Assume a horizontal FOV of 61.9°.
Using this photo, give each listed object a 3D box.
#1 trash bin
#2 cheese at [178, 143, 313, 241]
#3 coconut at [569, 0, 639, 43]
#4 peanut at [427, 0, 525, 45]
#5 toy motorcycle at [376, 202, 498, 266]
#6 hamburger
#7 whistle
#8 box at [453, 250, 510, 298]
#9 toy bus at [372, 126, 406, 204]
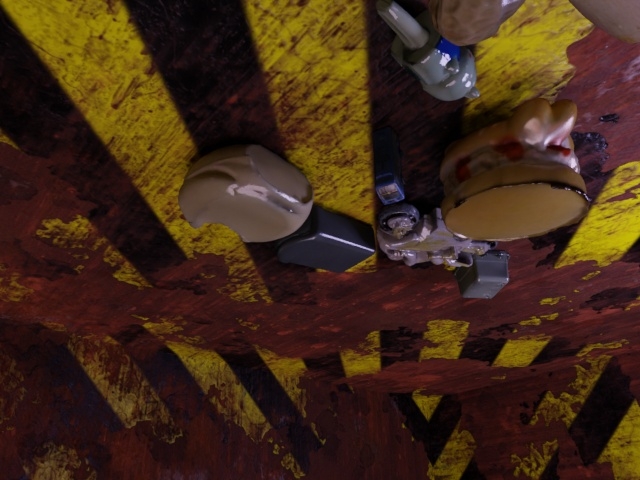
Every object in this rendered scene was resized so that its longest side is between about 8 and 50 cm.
[{"bbox_3d":[0.000,0.000,1.338,0.236,0.101,0.177,16,145,-34],"label":"trash bin"},{"bbox_3d":[-0.153,-0.091,1.133,0.233,0.127,0.266,-23,143,36],"label":"cheese"},{"bbox_3d":[0.371,-0.334,0.579,0.241,0.241,0.241,-1,151,0],"label":"coconut"},{"bbox_3d":[0.176,-0.340,0.585,0.136,0.120,0.298,15,153,18],"label":"peanut"},{"bbox_3d":[0.265,0.000,1.331,0.341,0.107,0.223,13,148,-22],"label":"toy motorcycle"},{"bbox_3d":[0.362,-0.130,1.011,0.261,0.186,0.302,0,161,1],"label":"hamburger"},{"bbox_3d":[0.169,-0.288,0.812,0.244,0.110,0.092,29,108,-42],"label":"whistle"},{"bbox_3d":[0.468,0.105,1.543,0.124,0.092,0.172,2,151,-5],"label":"box"},{"bbox_3d":[0.128,-0.144,1.015,0.051,0.153,0.061,-17,142,26],"label":"toy bus"}]
